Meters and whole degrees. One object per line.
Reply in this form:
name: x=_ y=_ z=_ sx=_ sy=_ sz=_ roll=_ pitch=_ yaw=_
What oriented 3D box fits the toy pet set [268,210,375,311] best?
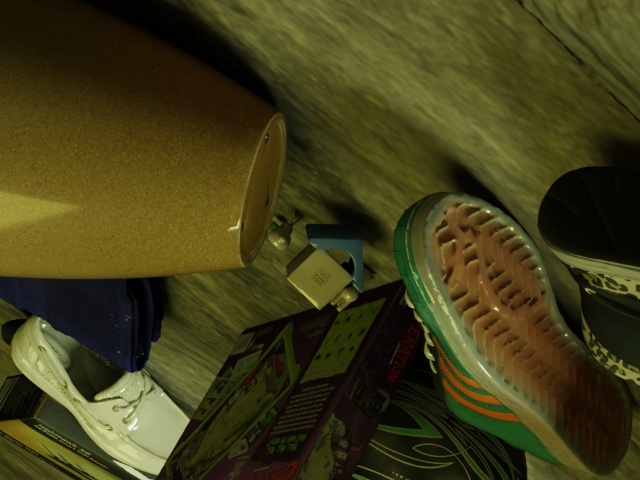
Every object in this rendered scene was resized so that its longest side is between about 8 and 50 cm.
toy pet set: x=0.000 y=0.000 z=1.213 sx=0.122 sy=0.065 sz=0.114 roll=44 pitch=-171 yaw=-14

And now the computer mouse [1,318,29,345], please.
computer mouse: x=-0.292 y=0.158 z=1.883 sx=0.242 sy=0.041 sz=0.071 roll=28 pitch=159 yaw=-1

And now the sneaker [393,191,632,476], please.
sneaker: x=0.119 y=0.076 z=1.114 sx=0.121 sy=0.108 sz=0.302 roll=3 pitch=143 yaw=43

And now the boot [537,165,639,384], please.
boot: x=0.257 y=0.044 z=0.922 sx=0.236 sy=0.085 sz=0.178 roll=18 pitch=158 yaw=24

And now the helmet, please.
helmet: x=0.095 y=0.191 z=1.299 sx=0.169 sy=0.169 sz=0.161 roll=44 pitch=151 yaw=-20

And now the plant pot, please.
plant pot: x=-0.161 y=-0.068 z=1.107 sx=0.254 sy=0.237 sz=0.237 roll=13 pitch=152 yaw=9

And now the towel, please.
towel: x=-0.300 y=-0.004 z=1.553 sx=0.308 sy=0.076 sz=0.228 roll=29 pitch=148 yaw=13

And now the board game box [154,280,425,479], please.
board game box: x=-0.037 y=0.155 z=1.336 sx=0.056 sy=0.208 sz=0.347 roll=41 pitch=156 yaw=-14

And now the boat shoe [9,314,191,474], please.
boat shoe: x=-0.248 y=0.185 z=1.791 sx=0.277 sy=0.098 sz=0.096 roll=37 pitch=148 yaw=-8

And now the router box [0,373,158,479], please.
router box: x=-0.270 y=0.281 z=1.973 sx=0.309 sy=0.081 sz=0.243 roll=35 pitch=157 yaw=-19
